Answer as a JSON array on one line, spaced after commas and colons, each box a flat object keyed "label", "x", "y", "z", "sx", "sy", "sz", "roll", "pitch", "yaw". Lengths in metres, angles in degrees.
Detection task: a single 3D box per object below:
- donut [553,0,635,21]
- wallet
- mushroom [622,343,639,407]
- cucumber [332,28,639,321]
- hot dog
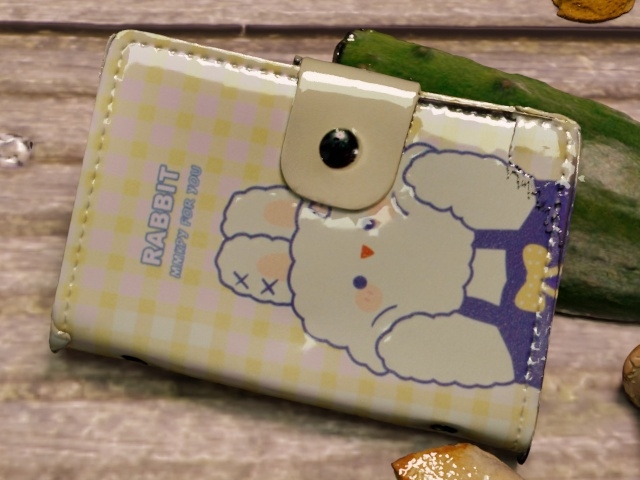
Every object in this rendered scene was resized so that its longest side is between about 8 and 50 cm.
[{"label": "donut", "x": 0.232, "y": -0.242, "z": 0.971, "sx": 0.097, "sy": 0.043, "sz": 0.108, "roll": -26, "pitch": 66, "yaw": -22}, {"label": "wallet", "x": 0.000, "y": 0.000, "z": 0.709, "sx": 0.310, "sy": 0.077, "sz": 0.223, "roll": 12, "pitch": 85, "yaw": 1}, {"label": "mushroom", "x": 0.238, "y": 0.150, "z": 0.681, "sx": 0.084, "sy": 0.071, "sz": 0.209, "roll": 0, "pitch": 58, "yaw": 0}, {"label": "cucumber", "x": 0.144, "y": -0.040, "z": 0.784, "sx": 0.325, "sy": 0.105, "sz": 0.145, "roll": 22, "pitch": 55, "yaw": 6}, {"label": "hot dog", "x": 0.116, "y": 0.173, "z": 0.650, "sx": 0.169, "sy": 0.061, "sz": 0.078, "roll": 27, "pitch": 56, "yaw": 11}]
